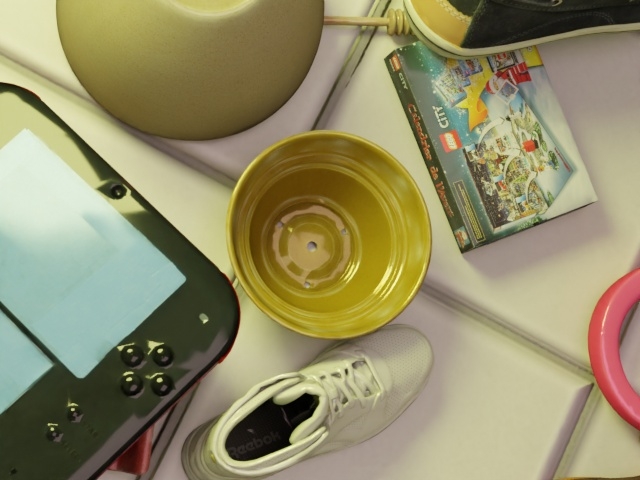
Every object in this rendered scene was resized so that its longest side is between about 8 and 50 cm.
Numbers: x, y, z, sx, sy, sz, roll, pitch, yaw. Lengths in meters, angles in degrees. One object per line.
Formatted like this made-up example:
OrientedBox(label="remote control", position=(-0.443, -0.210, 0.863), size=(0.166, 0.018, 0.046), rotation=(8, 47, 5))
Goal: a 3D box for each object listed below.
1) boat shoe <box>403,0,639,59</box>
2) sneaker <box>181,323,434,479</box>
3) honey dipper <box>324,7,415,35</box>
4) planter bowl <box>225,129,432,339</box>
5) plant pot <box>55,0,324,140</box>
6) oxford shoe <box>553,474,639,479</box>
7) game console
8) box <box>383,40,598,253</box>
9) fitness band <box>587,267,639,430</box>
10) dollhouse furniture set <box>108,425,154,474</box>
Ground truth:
OrientedBox(label="boat shoe", position=(0.323, -0.328, 1.906), size=(0.500, 0.156, 0.187), rotation=(-18, 70, -25))
OrientedBox(label="sneaker", position=(0.010, 0.165, 1.759), size=(0.292, 0.169, 0.108), rotation=(-28, 87, -18))
OrientedBox(label="honey dipper", position=(0.033, -0.239, 1.908), size=(0.161, 0.030, 0.030), rotation=(1, 80, -10))
OrientedBox(label="planter bowl", position=(0.000, 0.000, 1.824), size=(0.217, 0.090, 0.217), rotation=(2, 81, -14))
OrientedBox(label="plant pot", position=(-0.122, -0.260, 1.774), size=(0.284, 0.191, 0.284), rotation=(2, 80, -10))
OrientedBox(label="oxford shoe", position=(0.305, 0.290, 1.849), size=(0.271, 0.098, 0.097), rotation=(-13, 84, -16))
OrientedBox(label="game console", position=(-0.308, 0.060, 1.700), size=(0.386, 0.060, 0.342), rotation=(43, 69, 12))
OrientedBox(label="box", position=(0.186, -0.121, 1.917), size=(0.159, 0.044, 0.233), rotation=(-20, 86, -17))
OrientedBox(label="fitness band", position=(0.433, 0.128, 1.935), size=(0.291, 0.054, 0.209), rotation=(5, 79, -15))
OrientedBox(label="dollhouse furniture set", position=(-0.168, 0.319, 1.693), size=(0.201, 0.152, 0.374), rotation=(-27, 88, -17))
